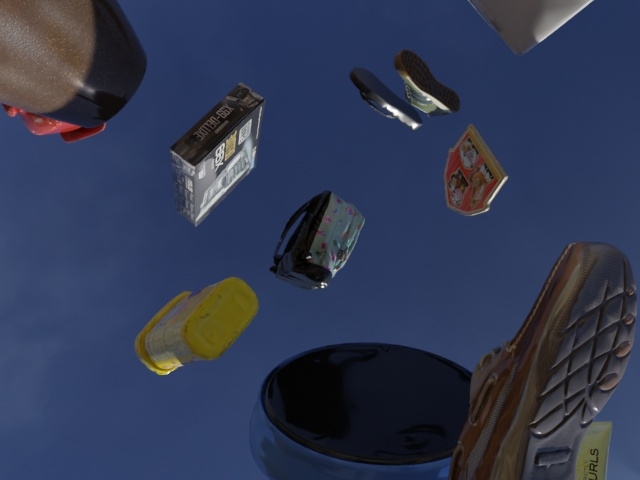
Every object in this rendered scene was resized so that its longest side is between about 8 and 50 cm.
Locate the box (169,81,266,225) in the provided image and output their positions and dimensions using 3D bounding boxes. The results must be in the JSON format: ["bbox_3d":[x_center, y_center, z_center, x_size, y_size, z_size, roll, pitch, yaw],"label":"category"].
[{"bbox_3d":[-0.247,-0.198,1.543,0.076,0.307,0.242,37,-115,7],"label":"box"}]

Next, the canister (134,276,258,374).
[{"bbox_3d":[-0.172,0.117,0.888,0.170,0.073,0.126,-22,-158,52],"label":"canister"}]

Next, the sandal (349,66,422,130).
[{"bbox_3d":[0.162,-0.345,1.633,0.054,0.254,0.097,-37,-138,29],"label":"sandal"}]

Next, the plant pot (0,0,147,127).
[{"bbox_3d":[-0.286,-0.214,0.612,0.215,0.230,0.215,-19,-127,27],"label":"plant pot"}]

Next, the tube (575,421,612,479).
[{"bbox_3d":[0.428,0.402,1.057,0.070,0.062,0.240,20,-131,5],"label":"tube"}]

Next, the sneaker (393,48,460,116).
[{"bbox_3d":[0.203,-0.320,1.359,0.086,0.192,0.064,-8,-124,52],"label":"sneaker"}]

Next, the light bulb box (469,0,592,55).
[{"bbox_3d":[0.138,-0.407,0.581,0.225,0.358,0.361,-37,-162,21],"label":"light bulb box"}]

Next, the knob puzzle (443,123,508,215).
[{"bbox_3d":[0.335,-0.143,1.498,0.213,0.030,0.213,18,-69,62],"label":"knob puzzle"}]

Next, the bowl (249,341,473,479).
[{"bbox_3d":[0.085,0.267,0.998,0.391,0.391,0.077,11,-71,29],"label":"bowl"}]

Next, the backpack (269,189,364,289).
[{"bbox_3d":[0.000,0.000,1.203,0.152,0.115,0.182,-9,-128,60],"label":"backpack"}]

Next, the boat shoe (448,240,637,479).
[{"bbox_3d":[0.200,0.148,0.635,0.116,0.123,0.324,32,-73,56],"label":"boat shoe"}]

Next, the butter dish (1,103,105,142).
[{"bbox_3d":[-0.430,-0.222,0.992,0.160,0.118,0.159,-3,-69,46],"label":"butter dish"}]

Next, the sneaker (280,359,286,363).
[{"bbox_3d":[-0.012,0.376,1.469,0.330,0.147,0.129,-129,-142,-65],"label":"sneaker"}]
